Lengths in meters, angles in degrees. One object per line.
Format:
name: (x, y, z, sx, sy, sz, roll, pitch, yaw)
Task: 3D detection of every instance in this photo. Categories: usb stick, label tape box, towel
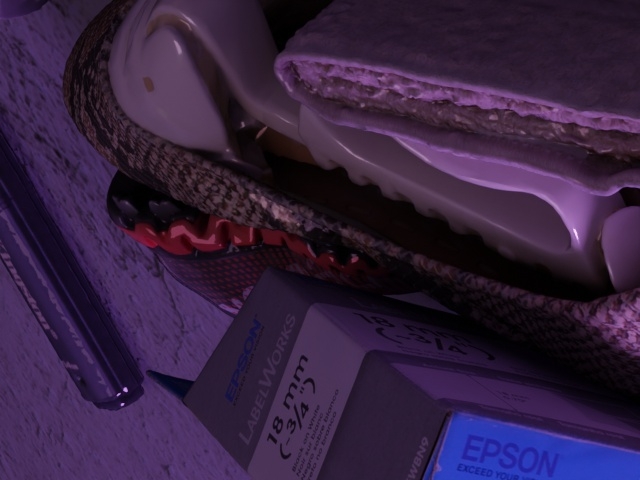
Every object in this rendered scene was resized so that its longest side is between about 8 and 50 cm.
usb stick: (-0.230, 0.016, 1.495, 0.077, 0.045, 0.278, -8, 116, 53)
label tape box: (0.076, 0.100, 0.991, 0.334, 0.240, 0.106, 34, 107, 62)
towel: (0.135, -0.097, 0.799, 0.282, 0.187, 0.049, 17, 138, 44)

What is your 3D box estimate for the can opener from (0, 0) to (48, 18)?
can opener: (-0.193, -0.260, 1.151, 0.095, 0.076, 0.283, 37, 143, 24)

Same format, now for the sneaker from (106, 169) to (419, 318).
sneaker: (0.000, 0.000, 1.150, 0.276, 0.097, 0.135, 6, 144, 36)

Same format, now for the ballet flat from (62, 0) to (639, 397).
ballet flat: (0.021, -0.070, 0.974, 0.483, 0.164, 0.182, 26, 170, 30)
